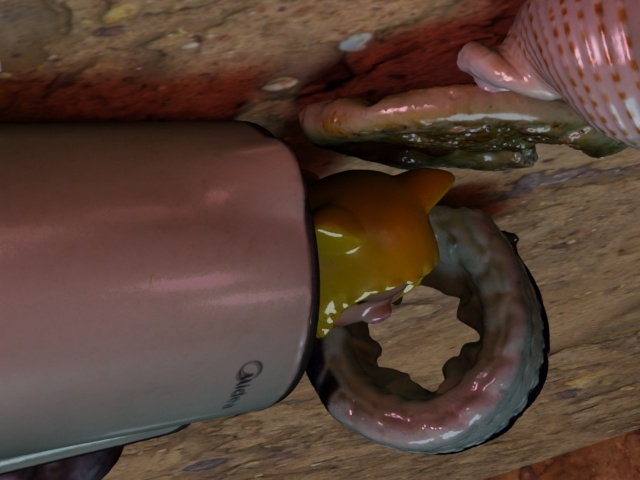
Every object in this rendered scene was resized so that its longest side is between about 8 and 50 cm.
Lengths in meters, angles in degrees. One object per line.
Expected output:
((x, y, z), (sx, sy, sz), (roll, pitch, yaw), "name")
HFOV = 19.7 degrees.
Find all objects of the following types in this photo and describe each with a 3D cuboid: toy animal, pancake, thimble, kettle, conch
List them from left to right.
((-0.225, 0.068, 1.335), (0.376, 0.250, 0.361), (-6, 141, -28), "kettle")
((-0.003, 0.002, 1.473), (0.156, 0.156, 0.229), (2, 172, -37), "toy animal")
((0.099, 0.079, 1.693), (0.237, 0.237, 0.150), (-15, 166, 10), "thimble")
((0.106, -0.081, 1.388), (0.253, 0.037, 0.253), (1, 174, 0), "pancake")
((0.200, -0.138, 1.211), (0.200, 0.131, 0.172), (22, -157, 18), "conch")

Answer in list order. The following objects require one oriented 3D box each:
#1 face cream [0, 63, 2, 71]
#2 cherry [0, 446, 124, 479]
((-0.351, -0.108, 0.992), (0.345, 0.102, 0.102), (-9, 163, -11), "face cream")
((-0.299, 0.146, 1.629), (0.255, 0.218, 0.296), (-6, 169, -39), "cherry")
